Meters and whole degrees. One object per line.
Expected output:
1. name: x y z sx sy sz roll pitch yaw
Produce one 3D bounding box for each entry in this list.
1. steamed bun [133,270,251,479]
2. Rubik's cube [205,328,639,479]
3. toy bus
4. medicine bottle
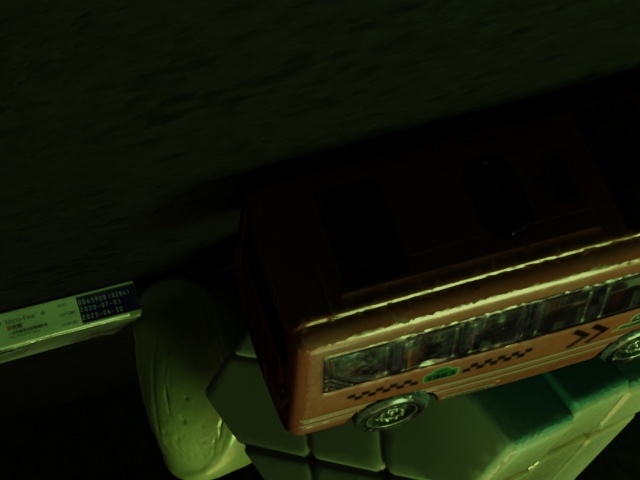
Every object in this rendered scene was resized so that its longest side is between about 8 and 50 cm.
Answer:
1. steamed bun: -0.120 0.156 1.687 0.155 0.250 0.200 -17 173 21
2. Rubik's cube: 0.126 0.154 1.511 0.316 0.322 0.318 -13 146 -45
3. toy bus: 0.146 0.008 1.222 0.427 0.203 0.233 -15 154 -10
4. medicine bottle: -0.326 0.107 1.639 0.201 0.052 0.171 -15 174 -22
